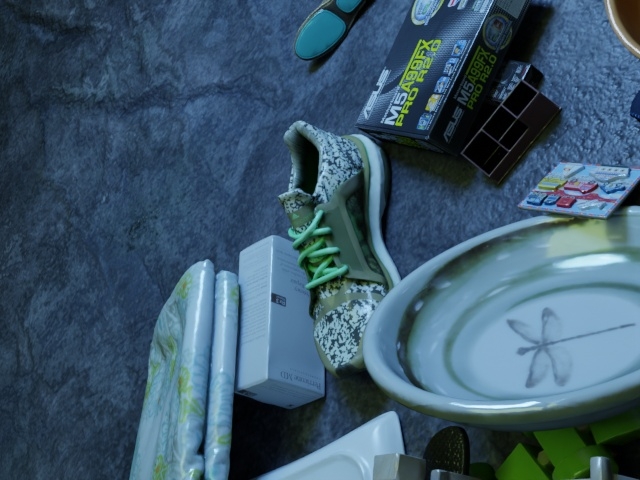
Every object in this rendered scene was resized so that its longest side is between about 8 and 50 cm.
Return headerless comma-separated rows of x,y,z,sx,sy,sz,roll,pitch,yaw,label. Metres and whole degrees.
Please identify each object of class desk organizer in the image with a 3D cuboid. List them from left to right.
0.251,-0.145,1.247,0.130,0.050,0.047,-52,40,15,desk organizer

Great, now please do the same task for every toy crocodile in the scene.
0.232,0.268,1.020,0.340,0.105,0.115,-52,40,22,toy crocodile

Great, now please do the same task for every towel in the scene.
-0.213,0.253,1.429,0.320,0.090,0.374,129,146,-56,towel

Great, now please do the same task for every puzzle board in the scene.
0.314,-0.064,1.129,0.096,0.011,0.128,-44,32,-25,puzzle board

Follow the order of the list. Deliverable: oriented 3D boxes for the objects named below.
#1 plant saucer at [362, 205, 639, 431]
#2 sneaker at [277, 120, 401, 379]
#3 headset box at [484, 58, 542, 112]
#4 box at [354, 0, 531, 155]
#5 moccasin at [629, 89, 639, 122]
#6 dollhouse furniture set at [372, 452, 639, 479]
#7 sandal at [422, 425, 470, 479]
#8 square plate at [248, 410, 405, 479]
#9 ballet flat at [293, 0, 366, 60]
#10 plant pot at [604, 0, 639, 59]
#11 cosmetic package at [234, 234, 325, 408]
0.247,0.094,0.986,0.401,0.100,0.400,-18,21,7,plant saucer
0.000,0.000,1.344,0.158,0.182,0.410,-30,50,35,sneaker
0.255,-0.216,1.296,0.083,0.032,0.062,26,89,52,headset box
0.175,-0.264,1.359,0.270,0.060,0.216,-64,28,0,box
0.423,-0.065,0.940,0.116,0.138,0.342,-68,30,18,moccasin
0.258,0.280,0.756,0.303,0.356,0.173,-25,53,52,dollhouse furniture set
0.142,0.287,1.011,0.067,0.040,0.179,0,88,58,sandal
-0.013,0.436,1.231,0.347,0.049,0.344,-33,49,32,square plate
0.030,-0.399,1.632,0.206,0.073,0.067,-45,15,18,ballet flat
0.467,-0.256,0.948,0.291,0.203,0.290,-25,52,37,plant pot
-0.058,0.121,1.397,0.085,0.117,0.231,-27,53,39,cosmetic package
